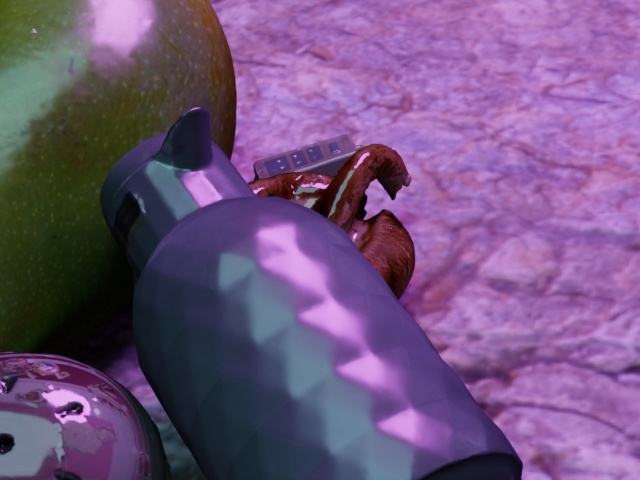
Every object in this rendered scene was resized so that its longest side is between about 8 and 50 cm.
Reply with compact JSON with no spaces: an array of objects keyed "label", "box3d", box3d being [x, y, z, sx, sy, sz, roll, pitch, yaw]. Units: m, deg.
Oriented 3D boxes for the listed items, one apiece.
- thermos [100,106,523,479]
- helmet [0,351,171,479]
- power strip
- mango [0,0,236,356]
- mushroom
[{"label":"thermos","box3d":[-0.027,0.070,1.014,0.145,0.182,0.286,-17,55,-31]},{"label":"helmet","box3d":[-0.159,0.127,0.981,0.176,0.107,0.153,8,64,-20]},{"label":"power strip","box3d":[-0.008,-0.053,1.264,0.083,0.017,0.027,-19,45,-6]},{"label":"mango","box3d":[-0.187,-0.039,1.154,0.225,0.201,0.382,22,58,8]},{"label":"mushroom","box3d":[0.000,0.001,1.160,0.135,0.080,0.170,35,59,24]}]
